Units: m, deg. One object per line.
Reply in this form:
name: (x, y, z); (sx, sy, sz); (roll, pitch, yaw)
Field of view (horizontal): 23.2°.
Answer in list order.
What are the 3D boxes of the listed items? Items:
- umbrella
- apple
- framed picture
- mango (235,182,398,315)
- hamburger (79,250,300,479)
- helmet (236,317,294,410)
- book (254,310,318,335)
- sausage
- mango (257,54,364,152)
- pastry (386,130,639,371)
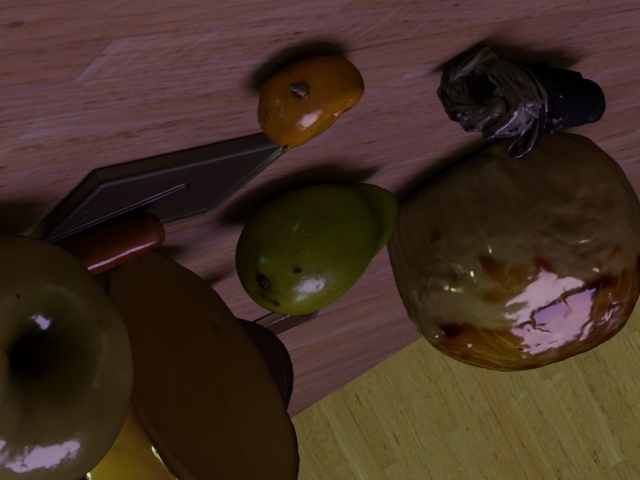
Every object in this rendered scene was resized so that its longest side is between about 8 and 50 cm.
umbrella: (0.243, -0.154, 1.796); (0.106, 0.113, 0.358); (-55, 159, 20)
apple: (-0.308, 0.115, 1.450); (0.262, 0.262, 0.262); (-25, 169, -5)
framed picture: (-0.166, -0.045, 1.597); (0.265, 0.018, 0.192); (-17, 166, -43)
mango: (0.000, 0.000, 1.898); (0.175, 0.143, 0.293); (-39, 175, 29)
hamburger: (-0.237, 0.218, 1.796); (0.277, 0.395, 0.396); (-30, 168, 19)
helmet: (-0.226, 0.209, 2.098); (0.338, 0.271, 0.197); (-29, 137, 25)
book: (-0.111, 0.161, 2.696); (0.242, 0.018, 0.170); (-24, 170, -11)
sausage: (-0.218, 0.008, 1.583); (0.131, 0.039, 0.041); (-24, 163, -17)
mango: (-0.006, -0.131, 1.449); (0.101, 0.066, 0.187); (-38, 172, 15)
pastry: (0.292, 0.028, 2.234); (0.388, 0.312, 0.388); (-24, 165, -7)
